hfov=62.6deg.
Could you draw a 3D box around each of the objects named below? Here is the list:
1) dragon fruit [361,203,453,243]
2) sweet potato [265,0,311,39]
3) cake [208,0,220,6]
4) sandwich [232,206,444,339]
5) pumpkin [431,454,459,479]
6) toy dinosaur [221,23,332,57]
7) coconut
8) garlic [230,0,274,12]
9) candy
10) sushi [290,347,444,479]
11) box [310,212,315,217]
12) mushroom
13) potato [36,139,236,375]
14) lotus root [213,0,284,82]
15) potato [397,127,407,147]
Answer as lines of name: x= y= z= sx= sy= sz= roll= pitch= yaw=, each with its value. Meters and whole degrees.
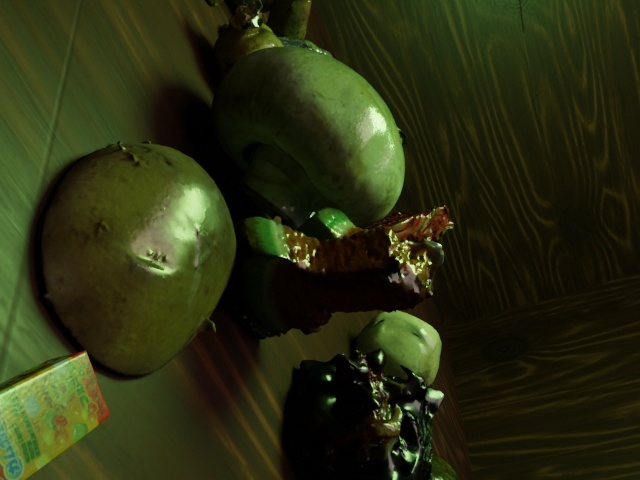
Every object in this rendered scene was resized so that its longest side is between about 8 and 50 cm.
dragon fruit: x=0.280 y=0.021 z=1.724 sx=0.286 sy=0.329 sz=0.228 roll=-35 pitch=112 yaw=-76
sweet potato: x=-0.060 y=-0.555 z=1.249 sx=0.109 sy=0.385 sz=0.109 roll=12 pitch=60 yaw=-21
cake: x=-0.169 y=-0.671 z=1.033 sx=0.282 sy=0.290 sz=0.256 roll=35 pitch=40 yaw=-70
sandwich: x=0.022 y=0.028 z=0.752 sx=0.250 sy=0.301 sz=0.162 roll=79 pitch=11 yaw=-57
pumpkin: x=0.169 y=0.527 z=1.002 sx=0.260 sy=0.189 sz=0.260 roll=5 pitch=90 yaw=-77
toy dinosaur: x=-0.081 y=-0.428 z=1.206 sx=0.162 sy=0.294 sz=0.077 roll=-113 pitch=-148 yaw=-69
coconut: x=0.184 y=0.274 z=1.315 sx=0.224 sy=0.224 sz=0.224 roll=-19 pitch=90 yaw=-75
garlic: x=-0.181 y=-0.623 z=1.281 sx=0.159 sy=0.102 sz=0.147 roll=52 pitch=35 yaw=-21
candy: x=-0.212 y=0.130 z=0.381 sx=0.122 sy=0.038 sz=0.062 roll=-29 pitch=100 yaw=-75
sushi: x=0.055 y=0.292 z=0.872 sx=0.212 sy=0.215 sz=0.227 roll=57 pitch=40 yaw=-28
box: x=0.001 y=0.000 z=1.300 sx=0.122 sy=0.032 sz=0.220 roll=5 pitch=66 yaw=-74
mushroom: x=-0.024 y=-0.154 z=0.890 sx=0.352 sy=0.260 sz=0.352 roll=35 pitch=-10 yaw=7
potato: x=-0.163 y=0.004 z=0.582 sx=0.299 sy=0.116 sz=0.239 roll=-81 pitch=153 yaw=-58
lotus root: x=-0.130 y=-0.330 z=1.038 sx=0.257 sy=0.140 sz=0.154 roll=70 pitch=-2 yaw=-45
potato: x=0.041 y=-0.293 z=1.538 sx=0.397 sy=0.290 sz=0.296 roll=-29 pitch=69 yaw=-38
